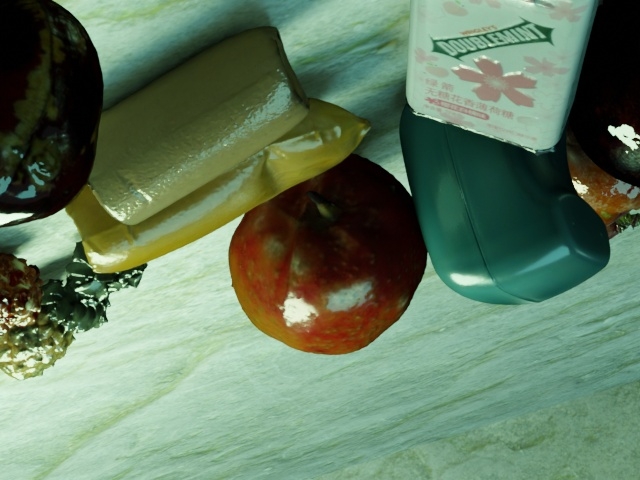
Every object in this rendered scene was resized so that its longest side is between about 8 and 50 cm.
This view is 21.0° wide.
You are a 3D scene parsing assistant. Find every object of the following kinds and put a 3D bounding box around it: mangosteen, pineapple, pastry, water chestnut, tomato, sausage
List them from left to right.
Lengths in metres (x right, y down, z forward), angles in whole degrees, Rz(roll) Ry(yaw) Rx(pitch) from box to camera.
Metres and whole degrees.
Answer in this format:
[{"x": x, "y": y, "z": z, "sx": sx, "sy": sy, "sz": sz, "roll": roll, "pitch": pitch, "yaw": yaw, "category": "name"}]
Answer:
[{"x": -0.423, "y": 0.065, "z": 2.012, "sx": 0.208, "sy": 0.097, "sz": 0.115, "roll": -3, "pitch": 146, "yaw": -46, "category": "pastry"}, {"x": -0.302, "y": -0.116, "z": 1.510, "sx": 0.223, "sy": 0.224, "sz": 0.238, "roll": -28, "pitch": 144, "yaw": 15, "category": "water chestnut"}, {"x": -0.317, "y": 0.077, "z": 2.160, "sx": 0.237, "sy": 0.111, "sz": 0.119, "roll": -37, "pitch": -171, "yaw": 14, "category": "pineapple"}, {"x": -0.124, "y": -0.126, "z": 1.803, "sx": 0.252, "sy": 0.123, "sz": 0.123, "roll": -28, "pitch": 159, "yaw": 18, "category": "sausage"}, {"x": -0.113, "y": -0.076, "z": 1.962, "sx": 0.353, "sy": 0.116, "sz": 0.134, "roll": -25, "pitch": 152, "yaw": -4, "category": "sausage"}, {"x": 0.370, "y": -0.122, "z": 2.247, "sx": 0.232, "sy": 0.189, "sz": 0.232, "roll": -27, "pitch": 177, "yaw": -2, "category": "tomato"}, {"x": 0.436, "y": -0.175, "z": 1.993, "sx": 0.297, "sy": 0.313, "sz": 0.297, "roll": -24, "pitch": 143, "yaw": -19, "category": "mangosteen"}]

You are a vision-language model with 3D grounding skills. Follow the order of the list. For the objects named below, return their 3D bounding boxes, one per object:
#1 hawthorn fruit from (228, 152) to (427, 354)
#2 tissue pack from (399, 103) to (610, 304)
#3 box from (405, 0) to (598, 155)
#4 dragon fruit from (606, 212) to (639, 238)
[{"x": 0.000, "y": 0.000, "z": 2.107, "sx": 0.254, "sy": 0.254, "sz": 0.300, "roll": -23, "pitch": 153, "yaw": 3, "category": "hawthorn fruit"}, {"x": 0.206, "y": -0.065, "z": 2.070, "sx": 0.206, "sy": 0.288, "sz": 0.198, "roll": -23, "pitch": 163, "yaw": 25, "category": "tissue pack"}, {"x": 0.190, "y": -0.226, "z": 1.805, "sx": 0.190, "sy": 0.112, "sz": 0.370, "roll": 20, "pitch": 162, "yaw": 8, "category": "box"}, {"x": 0.353, "y": -0.020, "z": 2.551, "sx": 0.282, "sy": 0.147, "sz": 0.211, "roll": -32, "pitch": 158, "yaw": 28, "category": "dragon fruit"}]
